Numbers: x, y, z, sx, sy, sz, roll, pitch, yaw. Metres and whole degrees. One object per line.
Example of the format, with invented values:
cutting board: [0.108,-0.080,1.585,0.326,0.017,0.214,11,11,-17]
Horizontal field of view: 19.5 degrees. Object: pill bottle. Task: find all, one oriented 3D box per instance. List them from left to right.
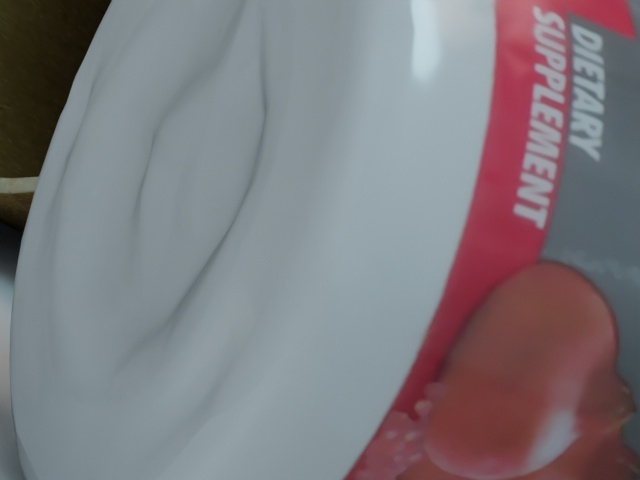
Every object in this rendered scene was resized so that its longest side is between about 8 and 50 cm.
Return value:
pill bottle: [0.097,0.029,0.482,0.318,0.176,0.176,18,12,-28]

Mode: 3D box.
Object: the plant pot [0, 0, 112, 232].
plant pot: [-0.035,-0.072,0.752,0.237,0.237,0.254,36,-7,32]
